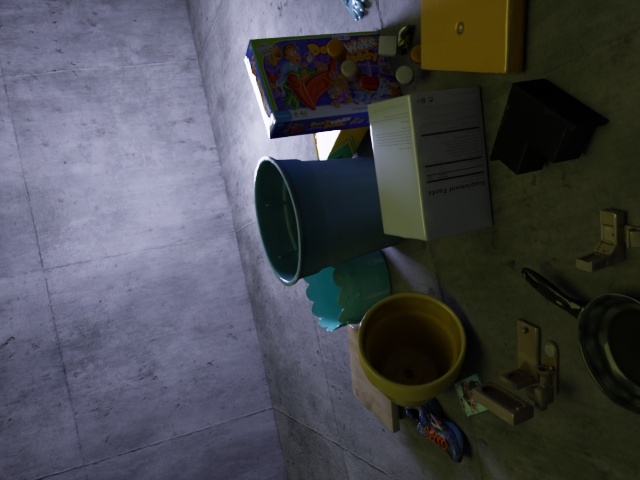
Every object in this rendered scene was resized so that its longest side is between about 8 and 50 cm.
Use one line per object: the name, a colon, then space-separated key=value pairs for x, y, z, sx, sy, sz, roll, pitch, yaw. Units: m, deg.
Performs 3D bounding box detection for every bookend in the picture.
bookend: x=0.385 y=-0.172 z=1.033 sx=0.157 sy=0.072 sz=0.156 roll=-124 pitch=30 yaw=-43

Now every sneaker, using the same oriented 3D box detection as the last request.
sneaker: x=0.200 y=-0.470 z=1.408 sx=0.035 sy=0.031 sz=0.083 roll=57 pitch=157 yaw=15
sneaker: x=0.300 y=0.500 z=1.580 sx=0.221 sy=0.087 sz=0.083 roll=-132 pitch=36 yaw=-52

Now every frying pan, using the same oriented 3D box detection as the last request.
frying pan: x=0.473 y=0.168 z=1.020 sx=0.326 sy=0.053 sz=0.197 roll=-155 pitch=56 yaw=-66

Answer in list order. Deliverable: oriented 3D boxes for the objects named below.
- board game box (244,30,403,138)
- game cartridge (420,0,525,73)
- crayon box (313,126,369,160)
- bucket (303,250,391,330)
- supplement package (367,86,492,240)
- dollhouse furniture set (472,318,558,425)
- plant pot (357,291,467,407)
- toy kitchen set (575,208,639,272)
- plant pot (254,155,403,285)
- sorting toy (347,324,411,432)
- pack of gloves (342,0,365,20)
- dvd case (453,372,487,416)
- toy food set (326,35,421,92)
board game box: x=0.013 y=-0.388 z=1.477 sx=0.078 sy=0.347 sz=0.233 roll=128 pitch=127 yaw=-62
game cartridge: x=0.288 y=-0.490 z=1.151 sx=0.285 sy=0.053 sz=0.323 roll=-145 pitch=50 yaw=-60
crayon box: x=0.058 y=-0.353 z=1.707 sx=0.318 sy=0.081 sz=0.202 roll=121 pitch=144 yaw=-59
bucket: x=0.076 y=0.123 z=1.813 sx=0.281 sy=0.183 sz=0.281 roll=169 pitch=90 yaw=-69
supplement package: x=0.232 y=-0.163 z=1.279 sx=0.177 sy=0.175 sz=0.293 roll=-166 pitch=66 yaw=-65
dollhouse furniture set: x=0.380 y=0.249 z=1.159 sx=0.144 sy=0.151 sz=0.123 roll=25 pitch=124 yaw=61
plant pot: x=0.222 y=0.293 z=1.485 sx=0.239 sy=0.254 sz=0.254 roll=81 pitch=165 yaw=-55
toy kitchen set: x=0.455 y=0.003 z=0.943 sx=0.068 sy=0.075 sz=0.083 roll=26 pitch=129 yaw=62
plant pot: x=0.034 y=-0.079 z=1.606 sx=0.341 sy=0.334 sz=0.341 roll=168 pitch=90 yaw=-69
sorting toy: x=0.185 y=0.398 z=1.812 sx=0.257 sy=0.089 sz=0.255 roll=-153 pitch=54 yaw=-64
pack of gloves: x=0.068 y=-0.711 z=1.584 sx=0.195 sy=0.046 sz=0.232 roll=103 pitch=148 yaw=-49
dvd case: x=0.367 y=0.374 z=1.447 sx=0.119 sy=0.013 sz=0.087 roll=121 pitch=133 yaw=-61
toy food set: x=0.135 y=-0.406 z=1.393 sx=0.104 sy=0.232 sz=0.111 roll=-27 pitch=-61 yaw=-77
